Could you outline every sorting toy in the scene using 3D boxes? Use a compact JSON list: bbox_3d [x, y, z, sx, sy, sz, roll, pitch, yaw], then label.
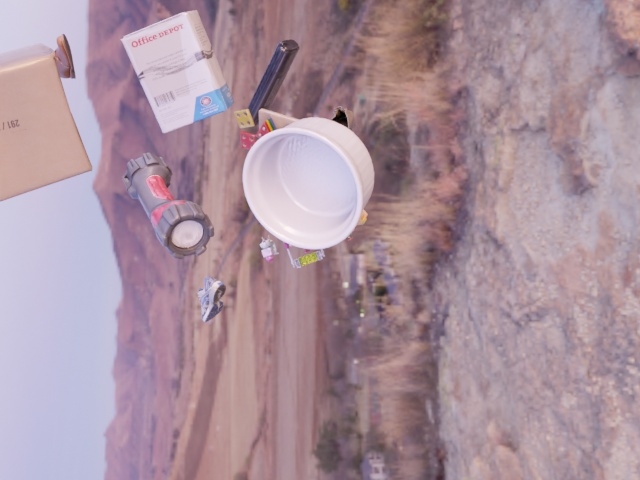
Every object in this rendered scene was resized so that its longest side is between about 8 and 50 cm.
[{"bbox_3d":[-0.112,-0.251,1.868,0.046,0.274,0.132,-45,-33,-44],"label":"sorting toy"}]

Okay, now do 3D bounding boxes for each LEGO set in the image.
[{"bbox_3d":[0.000,0.000,1.843,0.132,0.287,0.107,-40,-68,-71],"label":"LEGO set"}]

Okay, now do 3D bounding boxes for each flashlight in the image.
[{"bbox_3d":[-0.300,-0.081,1.455,0.103,0.103,0.304,-63,36,19],"label":"flashlight"}]

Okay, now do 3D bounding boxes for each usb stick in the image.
[{"bbox_3d":[-0.135,-0.421,2.005,0.045,0.077,0.278,42,131,11],"label":"usb stick"}]

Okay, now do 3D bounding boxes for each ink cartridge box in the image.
[{"bbox_3d":[-0.430,-0.517,2.274,0.129,0.223,0.307,-74,-35,-68],"label":"ink cartridge box"}]

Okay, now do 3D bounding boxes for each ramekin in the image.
[{"bbox_3d":[-0.018,-0.132,1.617,0.135,0.277,0.277,-49,-26,-55],"label":"ramekin"}]

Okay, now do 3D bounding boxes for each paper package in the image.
[{"bbox_3d":[-0.749,-0.268,1.758,0.168,0.324,0.309,40,147,53],"label":"paper package"}]

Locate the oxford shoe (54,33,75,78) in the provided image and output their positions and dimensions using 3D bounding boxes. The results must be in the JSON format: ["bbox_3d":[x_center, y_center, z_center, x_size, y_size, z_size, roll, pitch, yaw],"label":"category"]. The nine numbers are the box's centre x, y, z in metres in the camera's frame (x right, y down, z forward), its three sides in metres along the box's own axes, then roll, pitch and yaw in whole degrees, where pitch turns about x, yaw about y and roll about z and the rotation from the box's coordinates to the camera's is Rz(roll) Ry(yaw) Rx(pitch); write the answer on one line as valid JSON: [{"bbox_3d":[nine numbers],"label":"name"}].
[{"bbox_3d":[-0.829,-0.580,2.375,0.212,0.076,0.076,120,139,-64],"label":"oxford shoe"}]

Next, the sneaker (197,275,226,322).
[{"bbox_3d":[-0.264,0.137,1.772,0.058,0.052,0.135,39,130,21],"label":"sneaker"}]

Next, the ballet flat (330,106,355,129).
[{"bbox_3d":[0.040,-0.265,1.768,0.250,0.084,0.058,-67,-34,-61],"label":"ballet flat"}]
